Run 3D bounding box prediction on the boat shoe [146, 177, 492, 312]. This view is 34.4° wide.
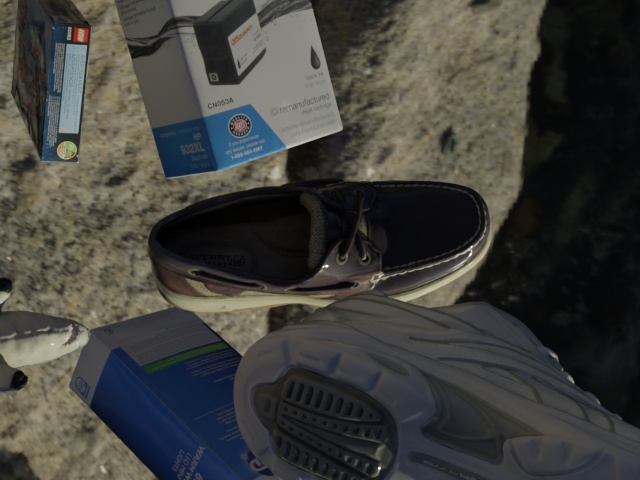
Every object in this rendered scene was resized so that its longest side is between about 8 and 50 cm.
[{"bbox_3d":[0.000,0.000,0.832,0.285,0.092,0.103,-5,74,1],"label":"boat shoe"}]

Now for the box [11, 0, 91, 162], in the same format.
[{"bbox_3d":[-0.322,-0.209,1.218,0.044,0.233,0.159,-1,117,-25],"label":"box"}]

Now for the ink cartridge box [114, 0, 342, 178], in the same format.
[{"bbox_3d":[-0.122,-0.259,1.336,0.223,0.129,0.308,-22,103,-37],"label":"ink cartridge box"}]

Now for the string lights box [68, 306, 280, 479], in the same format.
[{"bbox_3d":[-0.099,0.174,0.971,0.133,0.259,0.077,-13,135,-52],"label":"string lights box"}]

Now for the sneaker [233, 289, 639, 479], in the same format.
[{"bbox_3d":[0.088,0.076,0.429,0.115,0.232,0.090,-46,158,-55],"label":"sneaker"}]

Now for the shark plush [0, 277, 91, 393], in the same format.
[{"bbox_3d":[-0.240,0.086,0.702,0.161,0.067,0.073,-27,79,12],"label":"shark plush"}]
